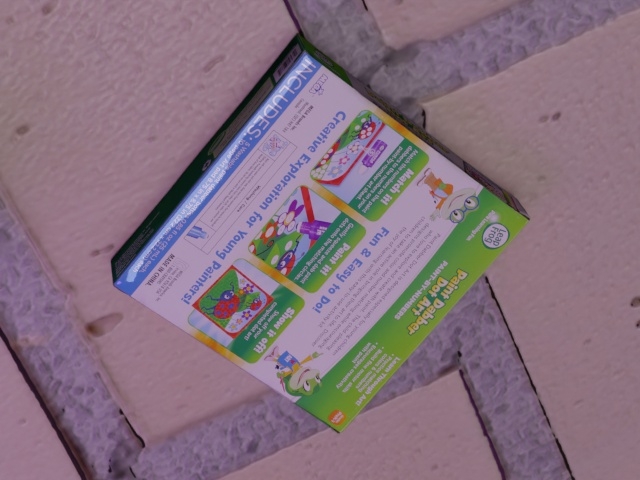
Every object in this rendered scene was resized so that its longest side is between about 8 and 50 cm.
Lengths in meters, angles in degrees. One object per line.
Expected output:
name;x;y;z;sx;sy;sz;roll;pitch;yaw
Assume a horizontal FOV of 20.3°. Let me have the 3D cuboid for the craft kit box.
craft kit box;0.000;0.000;1.466;0.246;0.061;0.250;36;103;-20
